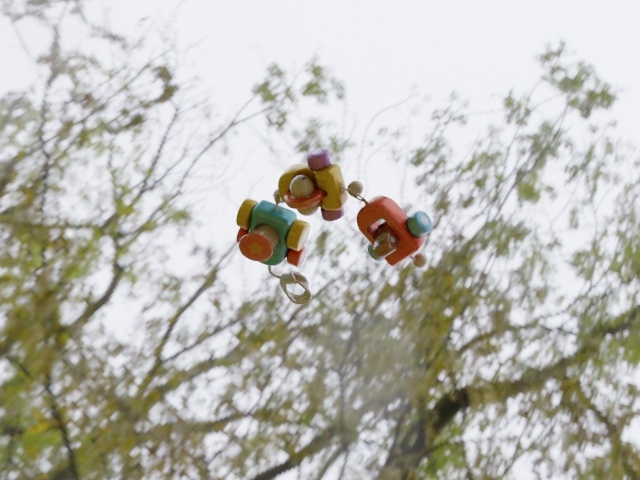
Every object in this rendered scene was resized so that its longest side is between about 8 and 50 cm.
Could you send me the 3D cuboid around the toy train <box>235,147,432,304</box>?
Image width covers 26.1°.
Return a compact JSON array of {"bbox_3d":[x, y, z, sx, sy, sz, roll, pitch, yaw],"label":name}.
[{"bbox_3d":[0.000,0.000,1.085,0.166,0.046,0.125,-29,-76,39],"label":"toy train"}]
